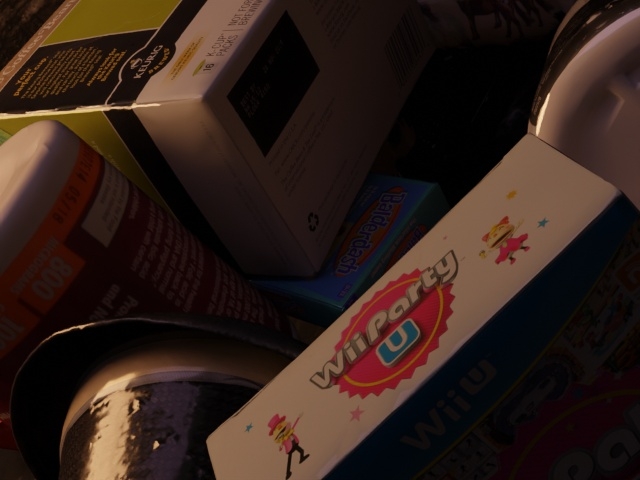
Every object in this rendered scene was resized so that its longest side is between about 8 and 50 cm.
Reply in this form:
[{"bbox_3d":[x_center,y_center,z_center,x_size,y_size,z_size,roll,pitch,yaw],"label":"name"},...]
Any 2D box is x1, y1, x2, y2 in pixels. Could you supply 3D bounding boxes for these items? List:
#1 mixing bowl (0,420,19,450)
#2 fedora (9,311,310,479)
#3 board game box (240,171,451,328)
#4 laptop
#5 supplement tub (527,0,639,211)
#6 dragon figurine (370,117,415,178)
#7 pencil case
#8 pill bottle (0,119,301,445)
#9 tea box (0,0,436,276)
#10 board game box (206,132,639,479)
[{"bbox_3d":[-0.402,0.225,1.396,0.181,0.098,0.181,-36,28,23],"label":"mixing bowl"},{"bbox_3d":[-0.092,0.202,0.687,0.334,0.334,0.153,-27,32,34],"label":"fedora"},{"bbox_3d":[0.000,0.000,0.966,0.210,0.047,0.160,14,57,45],"label":"board game box"},{"bbox_3d":[0.093,-0.192,1.194,0.264,0.136,0.234,-13,42,59],"label":"laptop"},{"bbox_3d":[0.251,-0.099,0.702,0.193,0.194,0.316,-34,7,24],"label":"supplement tub"},{"bbox_3d":[0.047,-0.041,1.079,0.144,0.085,0.289,-37,63,35],"label":"dragon figurine"},{"bbox_3d":[0.130,-0.281,1.115,0.410,0.160,0.183,1,25,33],"label":"pencil case"},{"bbox_3d":[-0.157,0.101,0.873,0.224,0.392,0.224,-36,29,23],"label":"pill bottle"},{"bbox_3d":[-0.111,-0.158,0.999,0.323,0.220,0.329,3,49,35],"label":"tea box"},{"bbox_3d":[0.128,0.132,0.506,0.224,0.303,0.097,-44,25,6],"label":"board game box"}]
